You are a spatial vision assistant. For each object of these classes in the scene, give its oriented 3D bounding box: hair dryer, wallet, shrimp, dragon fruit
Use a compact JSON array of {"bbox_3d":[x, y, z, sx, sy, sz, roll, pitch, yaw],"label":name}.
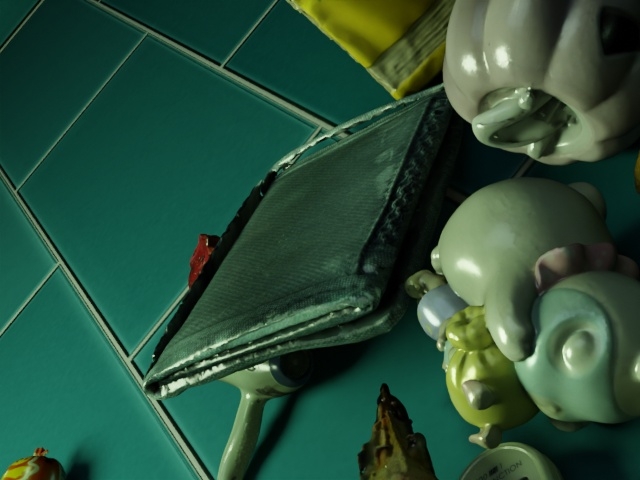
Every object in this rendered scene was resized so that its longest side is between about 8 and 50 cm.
[{"bbox_3d":[-0.081,0.163,1.008,0.167,0.067,0.199,16,84,66],"label":"hair dryer"},{"bbox_3d":[0.000,0.000,0.986,0.237,0.075,0.342,-21,25,28],"label":"wallet"},{"bbox_3d":[0.050,0.193,0.745,0.262,0.066,0.117,-106,16,-68],"label":"shrimp"},{"bbox_3d":[-0.113,0.022,1.166,0.097,0.063,0.131,-42,32,11],"label":"dragon fruit"}]

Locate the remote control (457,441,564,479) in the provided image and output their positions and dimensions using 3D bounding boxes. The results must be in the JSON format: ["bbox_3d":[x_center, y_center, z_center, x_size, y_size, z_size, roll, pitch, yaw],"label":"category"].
[{"bbox_3d":[0.133,0.212,0.673,0.078,0.042,0.221,-40,31,18],"label":"remote control"}]

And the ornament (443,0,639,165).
[{"bbox_3d":[0.178,-0.137,0.866,0.177,0.177,0.177,-32,35,26],"label":"ornament"}]

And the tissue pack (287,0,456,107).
[{"bbox_3d":[0.118,-0.363,1.130,0.382,0.228,0.293,-43,30,9],"label":"tissue pack"}]

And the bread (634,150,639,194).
[{"bbox_3d":[0.247,-0.043,0.768,0.046,0.083,0.081,-47,58,47],"label":"bread"}]

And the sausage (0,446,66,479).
[{"bbox_3d":[-0.287,0.303,1.079,0.083,0.083,0.264,-33,34,25],"label":"sausage"}]

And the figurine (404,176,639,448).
[{"bbox_3d":[0.153,0.065,0.723,0.155,0.127,0.235,-22,36,0],"label":"figurine"}]
